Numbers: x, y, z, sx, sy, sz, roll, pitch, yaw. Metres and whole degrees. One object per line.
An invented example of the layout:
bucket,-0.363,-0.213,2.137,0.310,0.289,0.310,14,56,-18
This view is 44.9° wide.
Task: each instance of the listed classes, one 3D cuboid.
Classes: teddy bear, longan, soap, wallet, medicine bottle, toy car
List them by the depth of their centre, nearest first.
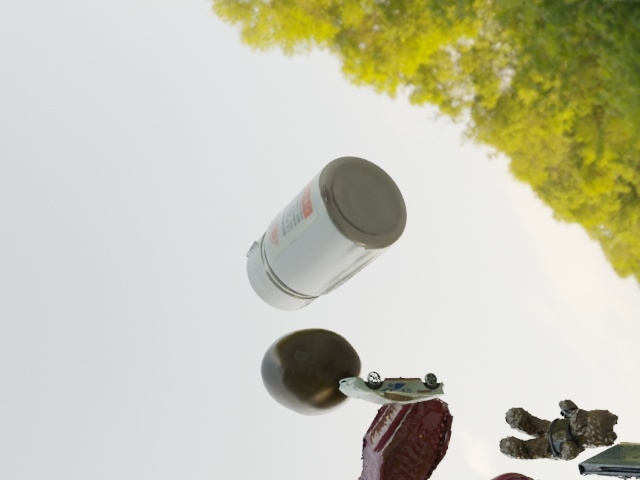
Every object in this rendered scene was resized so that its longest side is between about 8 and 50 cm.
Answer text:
medicine bottle,0.000,0.000,1.091,0.144,0.252,0.145,16,-126,-24
toy car,0.133,0.278,1.448,0.204,0.095,0.056,3,-109,-19
wallet,0.628,0.418,1.475,0.167,0.222,0.036,-8,-93,-39
teddy bear,0.530,0.428,1.711,0.129,0.251,0.182,61,-150,-32
soap,0.189,0.482,1.803,0.182,0.289,0.112,35,177,-30
longan,-0.024,0.314,1.882,0.248,0.248,0.248,38,-155,-21

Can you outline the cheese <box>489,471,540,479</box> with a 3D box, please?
cheese,0.265,0.385,1.178,0.095,0.145,0.038,89,168,-46
